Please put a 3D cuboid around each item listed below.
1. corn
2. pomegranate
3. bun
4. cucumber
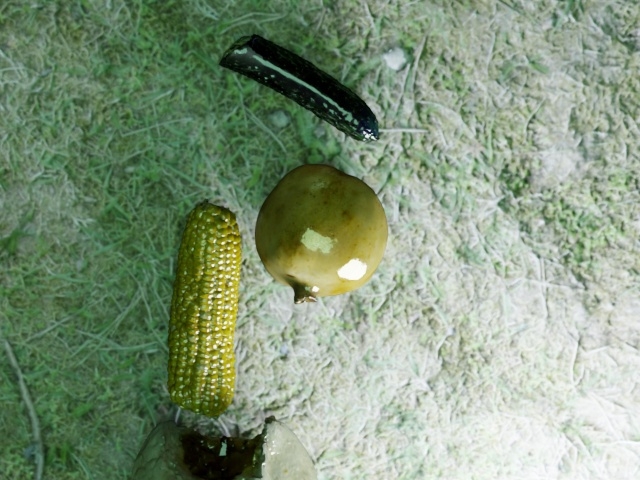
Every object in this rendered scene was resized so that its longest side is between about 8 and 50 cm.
[{"bbox_3d":[-0.162,0.095,1.890,0.101,0.102,0.313,5,97,-1],"label":"corn"},{"bbox_3d":[0.000,0.000,1.830,0.196,0.196,0.196,0,100,0],"label":"pomegranate"},{"bbox_3d":[-0.143,0.388,1.871,0.281,0.205,0.282,6,122,9],"label":"bun"},{"bbox_3d":[-0.018,-0.212,1.852,0.245,0.067,0.067,27,99,-7],"label":"cucumber"}]
